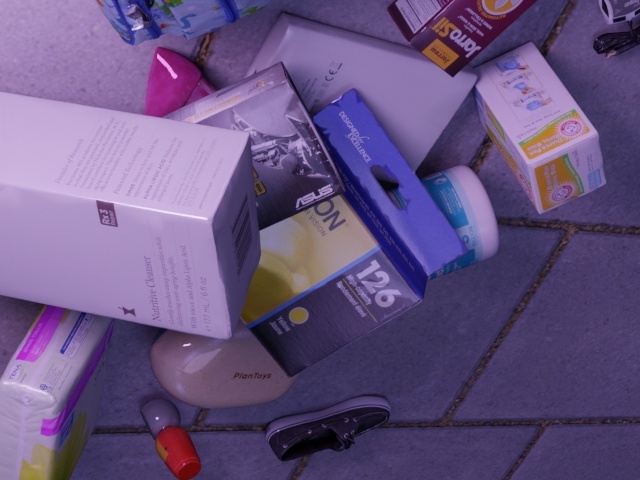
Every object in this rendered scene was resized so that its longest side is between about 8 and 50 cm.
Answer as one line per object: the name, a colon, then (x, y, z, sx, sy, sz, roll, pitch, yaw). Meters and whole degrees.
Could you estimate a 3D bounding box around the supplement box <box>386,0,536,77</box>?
supplement box: (0.194, -0.314, 1.724, 0.188, 0.081, 0.104, -42, 137, 19)

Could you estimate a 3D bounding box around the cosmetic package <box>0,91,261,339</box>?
cosmetic package: (-0.275, -0.035, 1.586, 0.385, 0.156, 0.217, 8, 137, 12)

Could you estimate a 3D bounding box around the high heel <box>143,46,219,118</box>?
high heel: (-0.231, -0.138, 1.716, 0.117, 0.082, 0.244, 39, 124, -19)

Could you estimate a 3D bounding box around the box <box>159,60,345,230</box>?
box: (-0.109, -0.094, 1.684, 0.231, 0.056, 0.183, -24, 125, 6)

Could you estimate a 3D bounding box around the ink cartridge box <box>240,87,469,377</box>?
ink cartridge box: (0.000, 0.000, 1.823, 0.307, 0.072, 0.303, -31, 115, 14)

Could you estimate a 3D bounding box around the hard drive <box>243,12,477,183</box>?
hard drive: (0.036, -0.182, 1.813, 0.307, 0.040, 0.203, 9, 129, -34)

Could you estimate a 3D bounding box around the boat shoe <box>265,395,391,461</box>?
boat shoe: (0.022, 0.329, 2.317, 0.228, 0.076, 0.080, -8, 136, -19)

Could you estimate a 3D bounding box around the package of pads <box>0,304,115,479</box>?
package of pads: (-0.380, 0.229, 1.900, 0.101, 0.229, 0.296, 18, 130, 2)

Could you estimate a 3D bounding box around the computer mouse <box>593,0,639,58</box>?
computer mouse: (0.417, -0.331, 1.853, 0.106, 0.042, 0.193, -22, 145, 3)

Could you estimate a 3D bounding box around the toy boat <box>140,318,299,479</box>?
toy boat: (-0.176, 0.209, 2.060, 0.267, 0.148, 0.318, 11, 120, -41)

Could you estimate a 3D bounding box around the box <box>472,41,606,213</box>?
box: (0.295, -0.154, 1.849, 0.103, 0.203, 0.114, -25, 139, -1)

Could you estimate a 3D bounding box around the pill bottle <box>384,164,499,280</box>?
pill bottle: (0.115, -0.003, 1.961, 0.264, 0.146, 0.146, -20, 139, -7)

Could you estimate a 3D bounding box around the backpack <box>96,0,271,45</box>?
backpack: (-0.161, -0.345, 1.366, 0.273, 0.290, 0.355, -33, 168, 13)
